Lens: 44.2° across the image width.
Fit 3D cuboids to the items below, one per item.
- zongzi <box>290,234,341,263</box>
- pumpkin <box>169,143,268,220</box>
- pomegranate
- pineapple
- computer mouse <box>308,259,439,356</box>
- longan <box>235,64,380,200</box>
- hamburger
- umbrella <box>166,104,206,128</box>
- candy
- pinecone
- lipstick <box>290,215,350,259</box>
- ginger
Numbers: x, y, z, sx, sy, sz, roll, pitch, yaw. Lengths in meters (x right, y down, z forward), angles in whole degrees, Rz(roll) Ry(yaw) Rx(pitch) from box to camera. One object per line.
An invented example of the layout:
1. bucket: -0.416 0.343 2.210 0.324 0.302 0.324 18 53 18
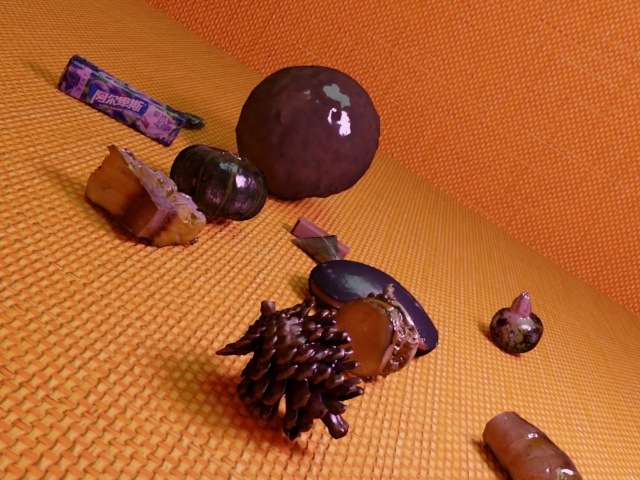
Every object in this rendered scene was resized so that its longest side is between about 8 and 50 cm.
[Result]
1. zongzi: -0.009 0.032 1.848 0.113 0.052 0.104 1 41 -13
2. pumpkin: -0.219 -0.121 1.697 0.223 0.157 0.224 21 3 -1
3. pomegranate: 0.517 0.213 2.067 0.138 0.163 0.125 13 -2 10
4. pineapple: -0.316 -0.068 1.454 0.236 0.114 0.186 32 16 -12
5. computer mouse: 0.123 0.133 1.666 0.323 0.116 0.183 27 23 -19
6. longan: -0.035 -0.280 2.117 0.391 0.391 0.391 29 17 -10
7. hamburger: 0.103 0.164 1.445 0.159 0.185 0.131 26 13 38
8. umbrella: -0.381 -0.337 2.202 0.050 0.046 0.188 43 14 19
9. candy: -0.486 -0.340 1.942 0.312 0.088 0.061 28 22 -14
10. pinecone: -0.032 0.190 1.132 0.212 0.185 0.169 61 3 21
11. lipstick: 0.000 0.000 1.929 0.145 0.045 0.045 34 15 4
12. ginger: 0.386 0.406 1.390 0.263 0.116 0.109 51 -16 57
